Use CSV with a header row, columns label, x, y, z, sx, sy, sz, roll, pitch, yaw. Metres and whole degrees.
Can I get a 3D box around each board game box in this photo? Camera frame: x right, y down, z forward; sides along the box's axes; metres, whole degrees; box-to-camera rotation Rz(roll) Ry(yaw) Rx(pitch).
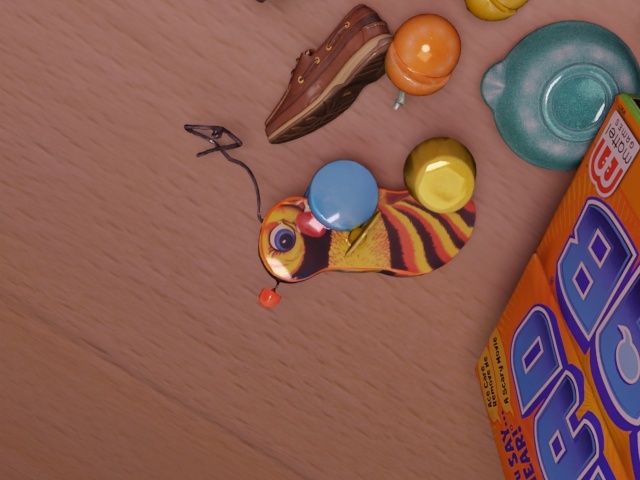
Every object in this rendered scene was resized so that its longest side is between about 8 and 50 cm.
label,x,y,z,sx,sy,sz,roll,pitch,yaw
board game box,0.385,0.145,0.664,0.356,0.356,0.356,6,130,-11

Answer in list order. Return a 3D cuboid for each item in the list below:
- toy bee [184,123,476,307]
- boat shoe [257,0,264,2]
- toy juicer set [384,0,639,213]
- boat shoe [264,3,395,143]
label,x,y,z,sx,sy,sz,roll,pitch,yaw
toy bee,0.000,0.000,0.844,0.298,0.162,0.195,12,174,17
boat shoe,0.088,-0.263,0.635,0.355,0.132,0.130,-20,119,29
toy juicer set,0.213,-0.162,0.720,0.329,0.089,0.209,-17,104,8
boat shoe,0.004,-0.157,0.793,0.178,0.064,0.060,-37,77,39
